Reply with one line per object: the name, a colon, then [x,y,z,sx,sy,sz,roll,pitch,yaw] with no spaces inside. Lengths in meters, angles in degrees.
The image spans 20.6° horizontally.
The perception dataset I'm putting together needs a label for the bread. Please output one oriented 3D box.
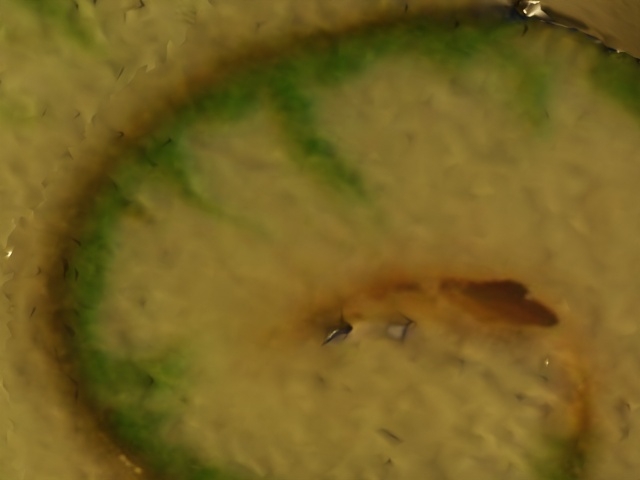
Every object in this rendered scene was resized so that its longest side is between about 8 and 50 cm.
bread: [0.000,0.000,0.618,0.366,0.382,0.129,6,28,3]
